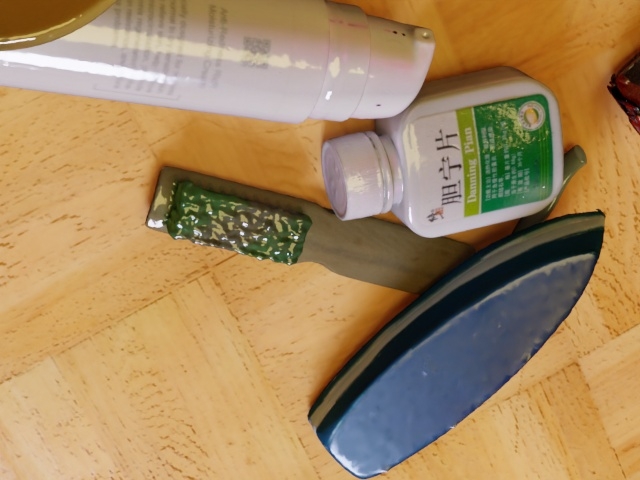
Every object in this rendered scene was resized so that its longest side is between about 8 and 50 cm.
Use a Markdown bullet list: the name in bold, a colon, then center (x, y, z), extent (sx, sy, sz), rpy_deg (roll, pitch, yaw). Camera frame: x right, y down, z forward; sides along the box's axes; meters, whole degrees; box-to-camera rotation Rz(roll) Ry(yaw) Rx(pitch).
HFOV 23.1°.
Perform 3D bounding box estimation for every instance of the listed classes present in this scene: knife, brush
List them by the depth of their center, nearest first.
- **brush**: center (0.000, 0.000, 1.243), extent (0.282, 0.048, 0.054), rpy_deg (14, 104, -25)
- **knife**: center (0.161, 0.011, 1.310), extent (0.015, 0.028, 0.210), rpy_deg (22, 103, -45)

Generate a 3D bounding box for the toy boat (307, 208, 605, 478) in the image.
- **toy boat**: center (0.120, 0.081, 1.274), extent (0.299, 0.062, 0.096), rpy_deg (-42, 107, 10)

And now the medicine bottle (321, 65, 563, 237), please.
- **medicine bottle**: center (0.096, -0.066, 1.236), extent (0.183, 0.069, 0.119), rpy_deg (-12, 115, -13)

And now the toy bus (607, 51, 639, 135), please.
- **toy bus**: center (0.337, -0.169, 1.263), extent (0.235, 0.096, 0.073), rpy_deg (-43, 118, 0)

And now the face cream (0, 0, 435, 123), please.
- **face cream**: center (-0.091, -0.143, 1.124), extent (0.345, 0.102, 0.102), rpy_deg (6, 108, -21)

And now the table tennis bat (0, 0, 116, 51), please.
- **table tennis bat**: center (-0.168, -0.254, 1.039), extent (0.198, 0.050, 0.321), rpy_deg (41, 73, 14)
